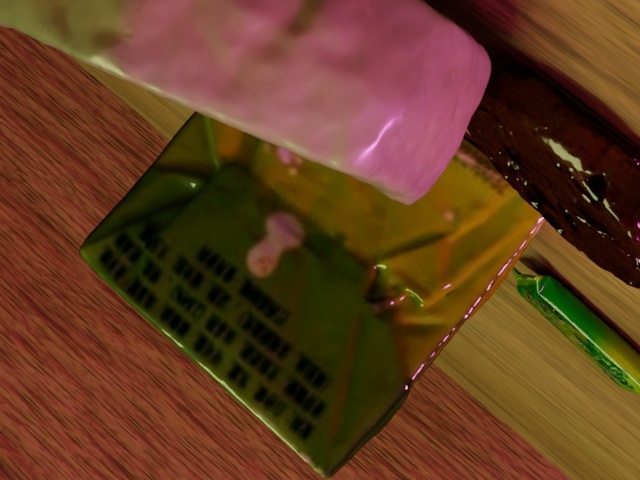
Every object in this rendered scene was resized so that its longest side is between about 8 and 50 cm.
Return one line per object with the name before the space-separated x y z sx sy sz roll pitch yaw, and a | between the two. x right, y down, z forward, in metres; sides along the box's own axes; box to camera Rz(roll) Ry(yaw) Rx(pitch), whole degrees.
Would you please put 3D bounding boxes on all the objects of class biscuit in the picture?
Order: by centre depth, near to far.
biscuit | 0.163 -0.045 0.958 0.192 0.049 0.192 48 174 7

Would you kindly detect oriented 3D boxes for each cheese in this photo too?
cheese | -0.048 -0.127 0.883 0.318 0.115 0.326 29 -175 32

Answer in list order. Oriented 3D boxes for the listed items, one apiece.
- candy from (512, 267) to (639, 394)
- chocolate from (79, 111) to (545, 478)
candy | 0.254 0.086 1.409 0.178 0.032 0.102 42 175 -2
chocolate | 0.000 0.000 1.260 0.301 0.289 0.137 40 -175 14
